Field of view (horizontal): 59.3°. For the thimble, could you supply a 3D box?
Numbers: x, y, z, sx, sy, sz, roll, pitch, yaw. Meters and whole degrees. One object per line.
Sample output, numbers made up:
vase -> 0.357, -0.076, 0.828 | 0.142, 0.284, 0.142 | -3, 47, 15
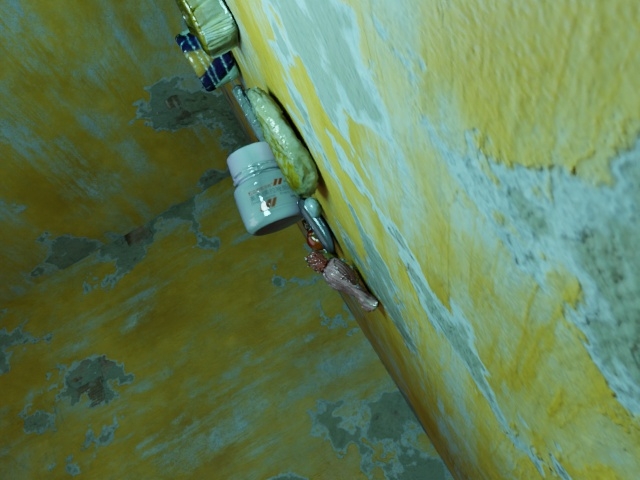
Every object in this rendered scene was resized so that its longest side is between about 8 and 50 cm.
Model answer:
thimble -> -0.394, -0.646, 1.950 | 0.237, 0.150, 0.237 | 60, 178, 3

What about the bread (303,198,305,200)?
bread -> -0.109, -0.189, 2.401 | 0.187, 0.065, 0.149 | 64, 165, -15

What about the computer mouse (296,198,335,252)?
computer mouse -> -0.006, -0.055, 2.046 | 0.232, 0.057, 0.120 | 57, 176, 8

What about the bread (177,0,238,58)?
bread -> -0.304, -0.591, 1.474 | 0.192, 0.110, 0.210 | 62, 176, -10

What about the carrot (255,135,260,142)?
carrot -> -0.250, -0.428, 2.517 | 0.042, 0.042, 0.170 | 57, 176, 35

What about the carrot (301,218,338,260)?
carrot -> 0.000, 0.000, 2.348 | 0.228, 0.069, 0.069 | 58, 176, 10

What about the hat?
hat -> 0.077, 0.121, 1.880 | 0.286, 0.107, 0.237 | 36, 178, -5

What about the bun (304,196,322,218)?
bun -> -0.022, -0.113, 1.899 | 0.083, 0.045, 0.083 | 58, 173, 11

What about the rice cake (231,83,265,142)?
rice cake -> -0.280, -0.506, 2.250 | 0.055, 0.049, 0.270 | -103, -12, -50

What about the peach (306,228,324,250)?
peach -> -0.007, -0.005, 2.179 | 0.100, 0.101, 0.101 | 59, 176, 6

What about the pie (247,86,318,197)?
pie -> -0.101, -0.268, 1.549 | 0.339, 0.077, 0.339 | 62, 175, 11

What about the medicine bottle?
medicine bottle -> -0.222, -0.206, 2.244 | 0.256, 0.256, 0.324 | 85, 165, -81

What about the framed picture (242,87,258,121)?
framed picture -> -0.243, -0.493, 2.062 | 0.128, 0.023, 0.168 | 61, 176, -16
